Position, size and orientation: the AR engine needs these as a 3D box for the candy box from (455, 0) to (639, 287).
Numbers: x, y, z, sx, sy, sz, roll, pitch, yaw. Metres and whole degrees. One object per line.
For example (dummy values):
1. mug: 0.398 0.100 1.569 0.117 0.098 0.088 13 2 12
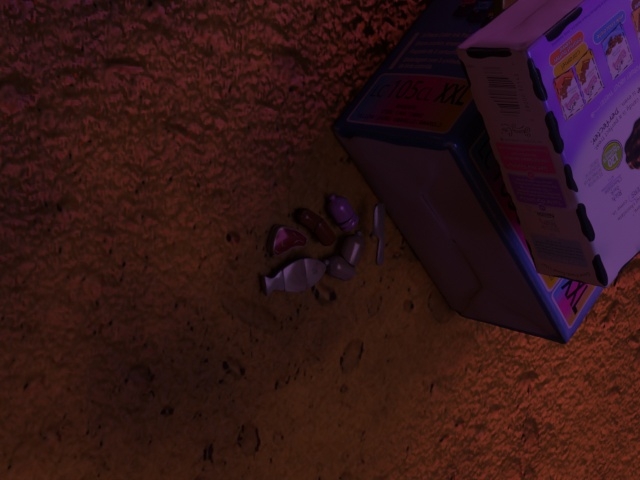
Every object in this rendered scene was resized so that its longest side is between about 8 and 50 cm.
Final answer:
1. candy box: 0.203 -0.093 0.816 0.165 0.070 0.196 -39 120 -27

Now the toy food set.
1. toy food set: 0.000 0.000 0.940 0.122 0.019 0.078 -9 107 -34

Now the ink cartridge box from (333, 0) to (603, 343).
1. ink cartridge box: 0.224 -0.146 1.023 0.395 0.151 0.270 -54 131 -21

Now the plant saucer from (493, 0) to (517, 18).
1. plant saucer: 0.212 -0.181 0.877 0.241 0.037 0.241 -9 104 -37
